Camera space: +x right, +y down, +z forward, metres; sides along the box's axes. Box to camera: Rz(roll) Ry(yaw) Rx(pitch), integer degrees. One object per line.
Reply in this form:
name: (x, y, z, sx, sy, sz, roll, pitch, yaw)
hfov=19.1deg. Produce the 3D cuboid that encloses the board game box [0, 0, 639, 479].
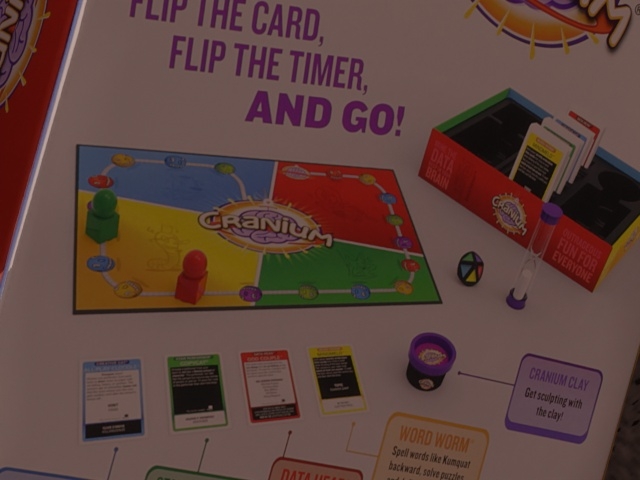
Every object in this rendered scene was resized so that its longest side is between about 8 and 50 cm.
board game box: (0.000, 0.000, 0.576, 0.242, 0.064, 0.316, 16, 91, -37)
